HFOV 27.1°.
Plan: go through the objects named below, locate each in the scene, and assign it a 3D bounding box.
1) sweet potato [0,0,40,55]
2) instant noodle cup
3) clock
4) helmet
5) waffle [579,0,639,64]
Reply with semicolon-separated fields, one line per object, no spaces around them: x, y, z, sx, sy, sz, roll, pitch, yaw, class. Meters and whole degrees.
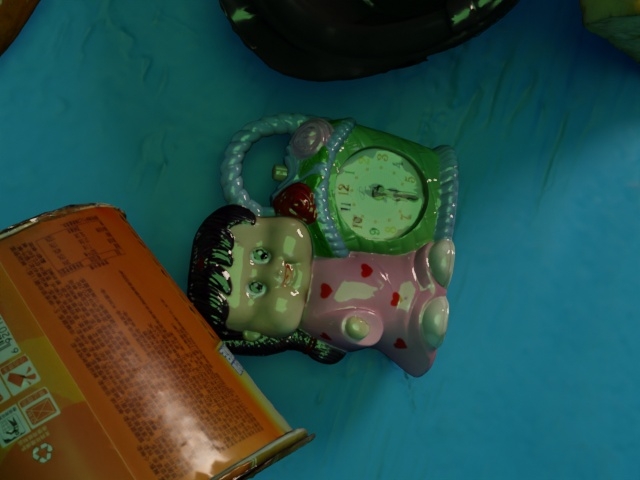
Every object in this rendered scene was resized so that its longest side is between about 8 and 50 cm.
-0.223;-0.232;1.024;0.057;0.057;0.264;24;79;-5;sweet potato
-0.179;0.119;0.902;0.296;0.296;0.214;-30;82;-9;instant noodle cup
0.000;0.000;1.015;0.195;0.100;0.194;6;81;-9;clock
0.063;-0.240;1.006;0.279;0.160;0.230;-42;80;16;helmet
0.248;-0.218;0.992;0.057;0.274;0.168;-5;86;26;waffle
